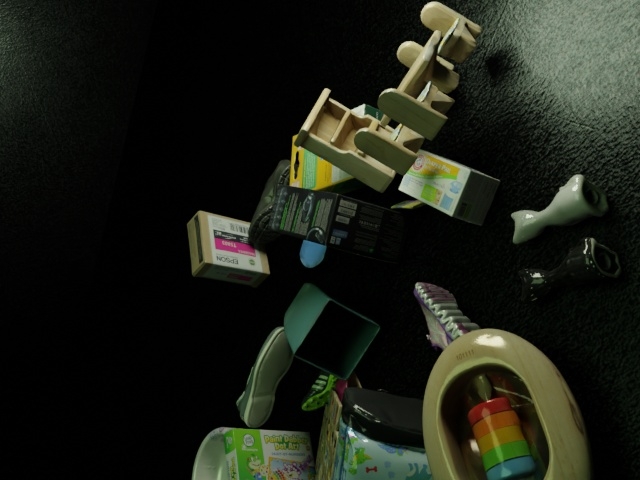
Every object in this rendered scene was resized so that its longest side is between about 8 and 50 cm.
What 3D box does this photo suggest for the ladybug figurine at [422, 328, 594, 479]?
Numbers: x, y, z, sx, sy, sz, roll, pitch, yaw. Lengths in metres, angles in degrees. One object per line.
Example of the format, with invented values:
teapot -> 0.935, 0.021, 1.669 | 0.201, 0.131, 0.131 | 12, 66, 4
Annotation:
ladybug figurine -> 0.357, 0.386, 1.431 | 0.305, 0.162, 0.449 | -26, 55, 25

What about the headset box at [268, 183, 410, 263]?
headset box -> 0.038, -0.045, 1.954 | 0.283, 0.246, 0.131 | 15, 90, 53

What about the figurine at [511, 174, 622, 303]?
figurine -> 0.466, 0.004, 1.515 | 0.209, 0.092, 0.214 | -30, 55, 49

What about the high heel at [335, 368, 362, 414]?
high heel -> 0.100, 0.419, 1.861 | 0.244, 0.082, 0.117 | -127, 49, -61

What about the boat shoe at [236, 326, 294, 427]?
boat shoe -> -0.168, 0.379, 2.199 | 0.099, 0.116, 0.319 | 35, 112, 48

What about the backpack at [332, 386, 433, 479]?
backpack -> 0.147, 0.529, 1.605 | 0.273, 0.290, 0.355 | -75, 0, -73

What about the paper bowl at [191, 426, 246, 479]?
paper bowl -> -0.234, 0.675, 2.159 | 0.284, 0.148, 0.284 | -21, 62, 49

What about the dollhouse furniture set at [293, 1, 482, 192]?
dollhouse furniture set -> 0.141, -0.334, 1.793 | 0.394, 0.256, 0.362 | -55, 7, 51

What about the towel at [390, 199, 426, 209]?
towel -> 0.220, -0.088, 1.891 | 0.083, 0.060, 0.009 | 4, 112, 52

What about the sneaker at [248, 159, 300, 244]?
sneaker -> -0.139, -0.119, 2.355 | 0.286, 0.109, 0.130 | -59, 29, 11

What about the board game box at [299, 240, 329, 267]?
board game box -> 0.000, 0.000, 2.174 | 0.133, 0.033, 0.168 | 7, 80, 59

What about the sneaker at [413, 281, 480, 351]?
sneaker -> 0.270, 0.188, 1.707 | 0.236, 0.095, 0.104 | 55, 129, 45

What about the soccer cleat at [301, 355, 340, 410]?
soccer cleat -> 0.010, 0.380, 2.017 | 0.179, 0.060, 0.072 | -49, 34, 22

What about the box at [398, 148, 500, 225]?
box -> 0.293, -0.127, 1.765 | 0.203, 0.103, 0.114 | 33, 105, 52

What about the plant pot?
plant pot -> 0.006, 0.213, 1.968 | 0.165, 0.165, 0.234 | -58, 24, 4

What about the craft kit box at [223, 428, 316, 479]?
craft kit box -> -0.118, 0.609, 1.944 | 0.061, 0.250, 0.246 | -41, 50, 38

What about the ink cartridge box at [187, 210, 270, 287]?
ink cartridge box -> -0.285, 0.028, 2.367 | 0.088, 0.235, 0.193 | -43, 48, 38

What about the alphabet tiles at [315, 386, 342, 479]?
alphabet tiles -> 0.016, 0.514, 1.839 | 0.342, 0.011, 0.285 | -179, 99, -86

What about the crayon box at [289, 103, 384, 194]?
crayon box -> 0.043, -0.234, 2.150 | 0.323, 0.083, 0.203 | -14, 68, 49
